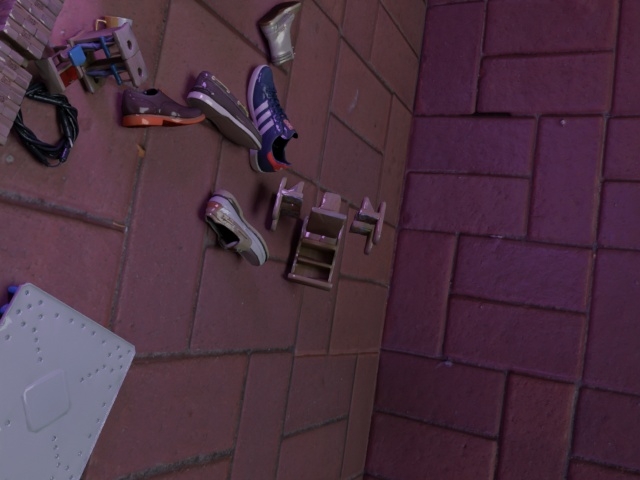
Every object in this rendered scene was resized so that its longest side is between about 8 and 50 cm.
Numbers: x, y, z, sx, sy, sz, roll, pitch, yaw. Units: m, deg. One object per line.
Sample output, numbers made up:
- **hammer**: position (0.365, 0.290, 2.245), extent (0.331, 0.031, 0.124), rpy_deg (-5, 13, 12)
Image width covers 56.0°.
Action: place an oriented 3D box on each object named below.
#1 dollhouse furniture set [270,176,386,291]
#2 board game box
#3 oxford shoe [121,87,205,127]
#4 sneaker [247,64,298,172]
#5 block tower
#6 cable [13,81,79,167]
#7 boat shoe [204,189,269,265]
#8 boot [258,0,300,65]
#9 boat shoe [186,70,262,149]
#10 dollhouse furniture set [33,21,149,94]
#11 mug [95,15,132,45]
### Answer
- **dollhouse furniture set**: position (0.000, 0.000, 2.144), extent (0.394, 0.362, 0.257), rpy_deg (111, -7, -72)
- **board game box**: position (-0.610, 0.343, 1.308), extent (0.390, 0.050, 0.390), rpy_deg (55, 47, -53)
- **oxford shoe**: position (-0.396, -0.344, 1.553), extent (0.271, 0.096, 0.098), rpy_deg (-21, 108, -61)
- **sneaker**: position (-0.146, -0.397, 1.977), extent (0.131, 0.148, 0.350), rpy_deg (-25, 117, -60)
- **block tower**: position (-0.602, -0.351, 1.141), extent (0.097, 0.091, 0.336), rpy_deg (45, 55, -58)
- **cable**: position (-0.576, -0.255, 1.261), extent (0.151, 0.047, 0.184), rpy_deg (-67, 148, -31)
- **boat shoe**: position (-0.267, -0.014, 1.868), extent (0.302, 0.113, 0.103), rpy_deg (58, 45, -36)
- **boot**: position (-0.121, -0.707, 2.049), extent (0.213, 0.077, 0.165), rpy_deg (-53, 140, -38)
- **boat shoe**: position (-0.266, -0.375, 1.786), extent (0.324, 0.116, 0.097), rpy_deg (36, 66, -53)
- **dollhouse furniture set**: position (-0.483, -0.367, 1.294), extent (0.184, 0.129, 0.129), rpy_deg (-71, 153, -50)
- **mug**: position (-0.482, -0.489, 1.408), extent (0.062, 0.078, 0.064), rpy_deg (-108, -155, -73)
